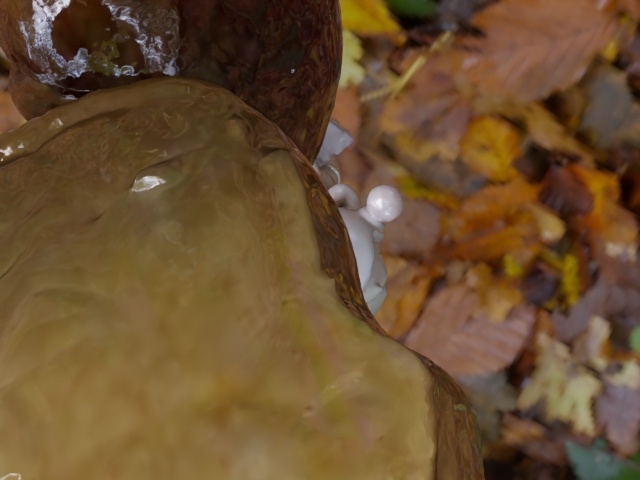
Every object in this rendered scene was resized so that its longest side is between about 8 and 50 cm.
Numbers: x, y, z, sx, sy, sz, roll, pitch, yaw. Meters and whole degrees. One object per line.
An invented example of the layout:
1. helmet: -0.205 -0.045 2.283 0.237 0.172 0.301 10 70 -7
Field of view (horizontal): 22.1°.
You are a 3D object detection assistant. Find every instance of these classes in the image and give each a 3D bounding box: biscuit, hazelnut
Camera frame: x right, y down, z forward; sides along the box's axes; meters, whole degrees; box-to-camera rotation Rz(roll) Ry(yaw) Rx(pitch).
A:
1. biscuit: -0.138 0.111 0.656 0.062 0.385 0.365 39 -169 -47
2. hazelnut: -0.071 -0.094 0.837 0.178 0.178 0.204 11 129 29

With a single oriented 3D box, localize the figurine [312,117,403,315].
1. figurine: 0.000 -0.007 1.667 0.182 0.257 0.144 -24 142 2
